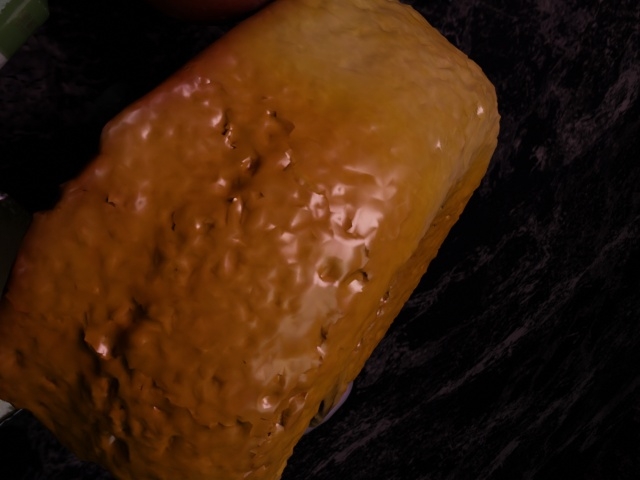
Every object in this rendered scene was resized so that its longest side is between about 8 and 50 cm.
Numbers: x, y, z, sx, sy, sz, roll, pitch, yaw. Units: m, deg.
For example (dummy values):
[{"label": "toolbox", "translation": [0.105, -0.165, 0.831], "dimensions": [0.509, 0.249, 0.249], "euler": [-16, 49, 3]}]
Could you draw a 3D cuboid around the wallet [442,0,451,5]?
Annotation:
[{"label": "wallet", "translation": [0.123, -0.334, 0.585], "dimensions": [0.167, 0.036, 0.222], "euler": [-62, 157, 2]}]

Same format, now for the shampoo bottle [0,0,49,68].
[{"label": "shampoo bottle", "translation": [-0.221, -0.120, 0.397], "dimensions": [0.204, 0.065, 0.065], "euler": [-50, 142, -7]}]

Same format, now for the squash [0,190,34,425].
[{"label": "squash", "translation": [-0.273, 0.047, 0.465], "dimensions": [0.192, 0.085, 0.184], "euler": [-37, 110, -30]}]

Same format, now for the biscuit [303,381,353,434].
[{"label": "biscuit", "translation": [-0.020, 0.167, 0.828], "dimensions": [0.181, 0.049, 0.208], "euler": [-24, 134, -35]}]

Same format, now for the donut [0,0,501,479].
[{"label": "donut", "translation": [0.000, 0.000, 0.508], "dimensions": [0.378, 0.163, 0.435], "euler": [-58, 167, 9]}]

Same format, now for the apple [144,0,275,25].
[{"label": "apple", "translation": [-0.069, -0.227, 0.387], "dimensions": [0.168, 0.181, 0.181], "euler": [28, 95, -44]}]
